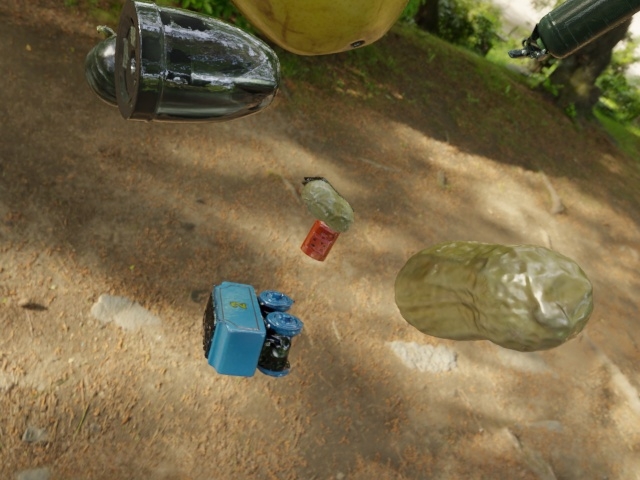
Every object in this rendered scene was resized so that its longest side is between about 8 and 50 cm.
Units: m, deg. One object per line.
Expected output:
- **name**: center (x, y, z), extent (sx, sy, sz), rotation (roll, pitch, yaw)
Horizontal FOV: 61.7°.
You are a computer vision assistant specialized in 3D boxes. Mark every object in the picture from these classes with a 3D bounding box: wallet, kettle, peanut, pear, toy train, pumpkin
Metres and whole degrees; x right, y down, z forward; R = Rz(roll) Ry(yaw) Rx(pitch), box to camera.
- **wallet**: center (0.026, -0.153, 1.837), extent (0.198, 0.110, 0.031), rotation (42, 66, -43)
- **kettle**: center (-0.256, -0.363, 1.141), extent (0.325, 0.228, 0.321), rotation (-2, 20, -31)
- **peanut**: center (0.026, -0.088, 1.459), extent (0.214, 0.090, 0.098), rotation (35, 20, -51)
- **pear**: center (-0.004, -0.363, 0.636), extent (0.281, 0.280, 0.280), rotation (19, 45, -20)
- **peanut**: center (0.232, 0.066, 0.737), extent (0.159, 0.291, 0.143), rotation (-37, 105, -26)
- **toy train**: center (-0.202, 0.252, 1.523), extent (0.265, 0.187, 0.300), rotation (11, 18, -19)
- **pumpkin**: center (-0.506, -0.467, 1.407), extent (0.216, 0.250, 0.249), rotation (54, 33, -29)

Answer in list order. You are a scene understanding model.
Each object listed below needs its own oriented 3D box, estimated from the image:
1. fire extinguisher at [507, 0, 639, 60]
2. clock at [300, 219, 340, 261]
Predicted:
- **fire extinguisher**: center (0.515, -0.436, 1.015), extent (0.115, 0.311, 0.095), rotation (-7, 72, -50)
- **clock**: center (0.000, 0.000, 2.138), extent (0.113, 0.155, 0.061), rotation (29, 16, -3)
